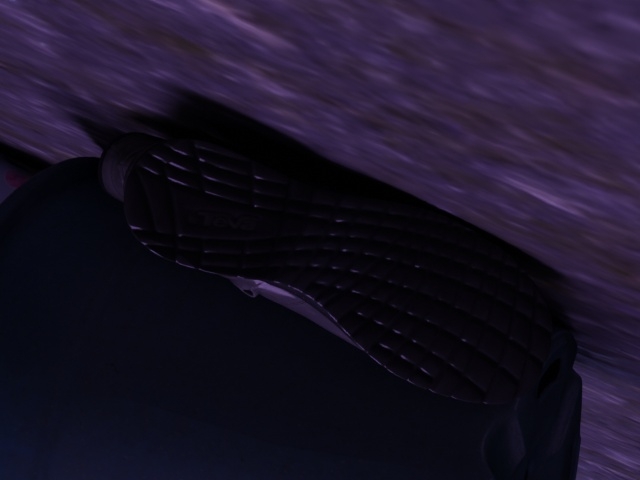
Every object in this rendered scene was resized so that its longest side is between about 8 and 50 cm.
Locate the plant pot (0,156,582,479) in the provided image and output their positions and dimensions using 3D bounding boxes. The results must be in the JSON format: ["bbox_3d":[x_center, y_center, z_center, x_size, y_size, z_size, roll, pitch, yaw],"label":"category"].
[{"bbox_3d":[-0.029,0.144,0.996,0.334,0.341,0.341,12,167,21],"label":"plant pot"}]

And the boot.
[{"bbox_3d":[0.000,0.000,0.864,0.246,0.083,0.161,25,-177,-11],"label":"boot"}]

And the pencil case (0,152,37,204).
[{"bbox_3d":[-0.170,0.026,1.260,0.273,0.113,0.124,24,-154,-6],"label":"pencil case"}]
